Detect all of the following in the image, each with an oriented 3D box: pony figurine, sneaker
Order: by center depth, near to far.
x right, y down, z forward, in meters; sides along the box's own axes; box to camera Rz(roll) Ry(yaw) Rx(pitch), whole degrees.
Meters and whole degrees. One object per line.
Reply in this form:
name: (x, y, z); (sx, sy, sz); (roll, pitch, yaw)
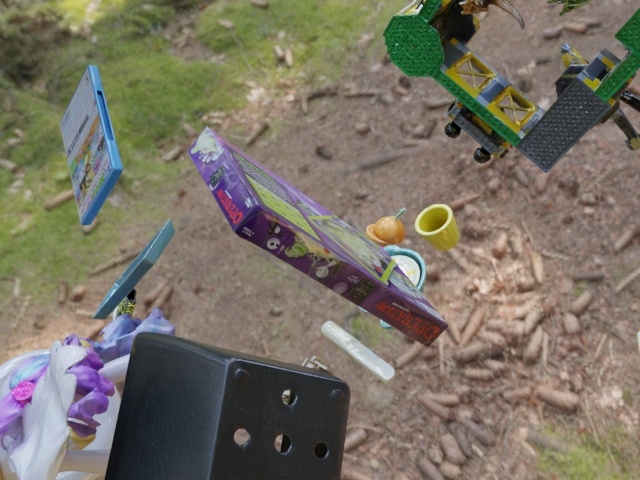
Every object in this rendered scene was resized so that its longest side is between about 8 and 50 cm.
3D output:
pony figurine: (-0.312, 0.182, 0.888); (0.303, 0.351, 0.363); (36, 26, 30)
sneaker: (-0.341, 0.119, 1.446); (0.035, 0.031, 0.083); (-20, 63, 35)

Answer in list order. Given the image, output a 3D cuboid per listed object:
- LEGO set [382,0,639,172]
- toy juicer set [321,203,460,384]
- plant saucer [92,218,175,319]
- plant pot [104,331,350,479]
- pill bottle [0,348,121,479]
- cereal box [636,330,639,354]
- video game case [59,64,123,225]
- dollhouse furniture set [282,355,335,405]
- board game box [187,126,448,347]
LEGO set: (0.223, -0.225, 0.674); (0.255, 0.331, 0.192); (37, 55, 12)
toy juicer set: (0.089, 0.071, 1.404); (0.209, 0.089, 0.329); (6, 56, 41)
plant saucer: (-0.229, 0.041, 1.009); (0.192, 0.018, 0.067); (-41, 19, 49)
plant pot: (-0.074, 0.188, 0.763); (0.167, 0.188, 0.187); (-18, 59, 55)
pill bottle: (-0.416, 0.308, 1.285); (0.210, 0.363, 0.210); (5, 68, -12)
cereal box: (0.499, 0.236, 1.102); (0.047, 0.173, 0.240); (-36, 13, 28)
video game case: (-0.292, -0.120, 1.040); (0.119, 0.015, 0.166); (-46, 53, 41)
dollhouse furniture set: (-0.089, 0.265, 1.579); (0.101, 0.182, 0.161); (27, 80, 41)
board game box: (0.000, 0.000, 1.043); (0.056, 0.347, 0.208); (-47, 37, 14)
